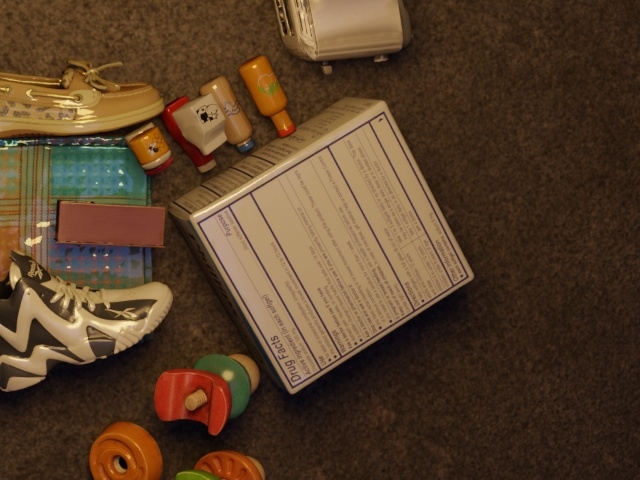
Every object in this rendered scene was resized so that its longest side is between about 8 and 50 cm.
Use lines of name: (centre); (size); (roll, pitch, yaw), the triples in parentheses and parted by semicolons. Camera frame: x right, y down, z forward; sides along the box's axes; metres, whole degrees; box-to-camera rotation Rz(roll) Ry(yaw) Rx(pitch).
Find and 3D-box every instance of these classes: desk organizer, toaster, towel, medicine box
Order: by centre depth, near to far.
desk organizer: (-0.256, -0.020, 1.507); (0.130, 0.047, 0.050); (3, 95, -17)
towel: (-0.385, 0.007, 1.517); (0.370, 0.040, 0.271); (-2, 99, -17)
toaster: (0.018, -0.325, 1.543); (0.146, 0.129, 0.227); (-15, 104, -12)
medicine box: (0.000, 0.000, 1.578); (0.289, 0.149, 0.263); (-31, 107, -10)

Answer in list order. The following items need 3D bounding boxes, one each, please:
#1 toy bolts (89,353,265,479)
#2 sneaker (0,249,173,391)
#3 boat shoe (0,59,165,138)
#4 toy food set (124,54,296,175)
toy bolts: (-0.162, 0.245, 1.604); (0.218, 0.158, 0.228); (19, 106, 20)
sneaker: (-0.306, 0.067, 1.480); (0.235, 0.094, 0.153); (-21, 113, -1)
boat shoe: (-0.327, -0.172, 1.470); (0.285, 0.104, 0.089); (-6, 103, -16)
toy food set: (-0.140, -0.127, 1.525); (0.232, 0.111, 0.104); (-43, 112, -40)
